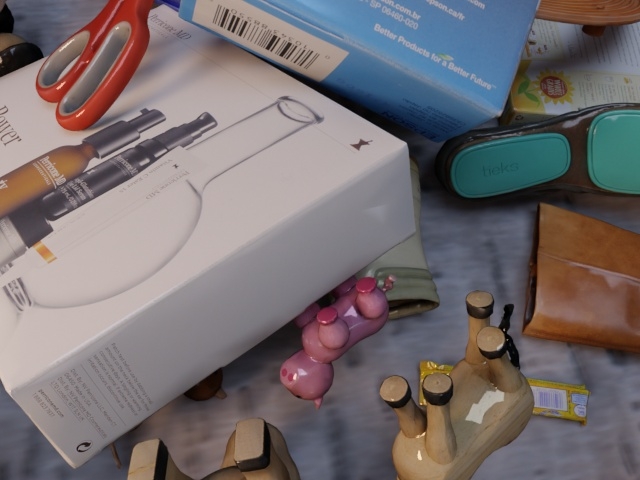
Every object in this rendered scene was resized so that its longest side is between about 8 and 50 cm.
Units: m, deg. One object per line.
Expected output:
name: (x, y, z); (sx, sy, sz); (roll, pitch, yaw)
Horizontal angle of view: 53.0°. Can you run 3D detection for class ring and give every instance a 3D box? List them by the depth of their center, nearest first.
ring: (0.202, -0.304, 0.731); (0.337, 0.032, 0.336); (8, 36, -6)

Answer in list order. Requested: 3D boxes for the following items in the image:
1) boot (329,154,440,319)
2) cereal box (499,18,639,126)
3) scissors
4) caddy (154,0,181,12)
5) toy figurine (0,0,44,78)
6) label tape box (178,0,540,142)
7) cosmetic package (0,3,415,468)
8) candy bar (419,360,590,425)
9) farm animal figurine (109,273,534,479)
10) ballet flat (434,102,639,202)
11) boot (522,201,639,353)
boot: (0.000, 0.000, 0.606); (0.213, 0.077, 0.165); (-3, 67, -8)
cereal box: (0.324, -0.198, 0.750); (0.240, 0.047, 0.173); (4, 63, -4)
scissors: (-0.132, -0.218, 0.523); (0.109, 0.021, 0.297); (28, 80, 41)
caddy: (-0.093, -0.357, 0.693); (0.341, 0.179, 0.241); (34, 79, 33)
toy figurine: (-0.385, -0.198, 0.590); (0.210, 0.213, 0.148); (-35, 89, -17)
label tape box: (0.068, -0.291, 0.518); (0.249, 0.115, 0.347); (23, 79, -13)
cosmetic package: (-0.155, -0.053, 0.526); (0.284, 0.097, 0.377); (-32, 47, -22)
candy bar: (0.169, 0.140, 0.585); (0.162, 0.018, 0.040); (8, 67, -2)
farm animal figurine: (-0.028, 0.179, 0.438); (0.330, 0.172, 0.326); (-2, 40, 20)
ballet flat: (0.256, -0.095, 0.659); (0.281, 0.095, 0.096); (-1, 20, 1)
boot: (0.357, 0.015, 0.649); (0.281, 0.096, 0.264); (15, 66, 13)
